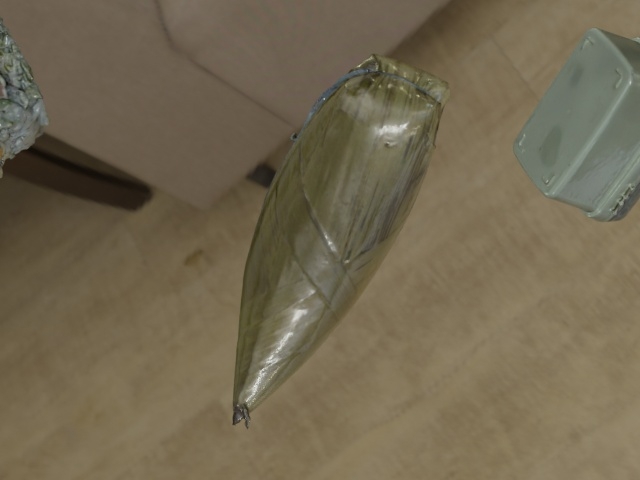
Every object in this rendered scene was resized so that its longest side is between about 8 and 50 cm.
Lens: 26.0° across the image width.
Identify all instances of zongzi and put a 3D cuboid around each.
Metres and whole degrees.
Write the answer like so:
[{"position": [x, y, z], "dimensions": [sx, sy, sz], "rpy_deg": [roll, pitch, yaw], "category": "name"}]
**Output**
[{"position": [0.000, 0.000, 1.080], "dimensions": [0.115, 0.228, 0.256], "rpy_deg": [27, 55, -4], "category": "zongzi"}]

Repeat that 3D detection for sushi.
[{"position": [-0.470, -0.203, 1.802], "dimensions": [0.184, 0.139, 0.274], "rpy_deg": [-20, 70, -22], "category": "sushi"}]

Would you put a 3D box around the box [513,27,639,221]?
[{"position": [0.340, -0.136, 1.644], "dimensions": [0.210, 0.129, 0.148], "rpy_deg": [-59, 35, 26], "category": "box"}]
